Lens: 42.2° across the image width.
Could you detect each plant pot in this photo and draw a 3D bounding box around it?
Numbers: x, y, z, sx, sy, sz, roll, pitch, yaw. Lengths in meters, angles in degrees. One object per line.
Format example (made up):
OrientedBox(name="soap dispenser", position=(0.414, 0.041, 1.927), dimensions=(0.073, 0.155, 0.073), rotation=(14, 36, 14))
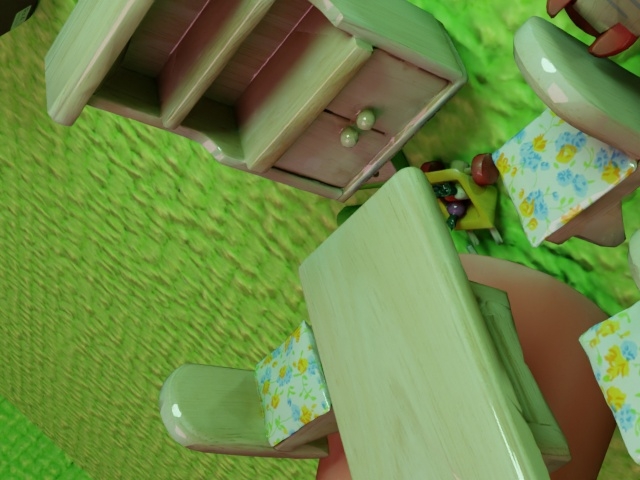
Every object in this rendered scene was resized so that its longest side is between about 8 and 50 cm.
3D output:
OrientedBox(name="plant pot", position=(0.119, 0.189, 0.729), dimensions=(0.275, 0.243, 0.275), rotation=(15, 143, 12))

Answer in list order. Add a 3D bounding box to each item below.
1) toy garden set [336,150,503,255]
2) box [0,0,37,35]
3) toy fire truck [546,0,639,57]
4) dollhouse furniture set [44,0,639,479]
OrientedBox(name="toy garden set", position=(0.104, 0.020, 0.789), dimensions=(0.204, 0.049, 0.244), rotation=(-3, 124, 47))
OrientedBox(name="box", position=(-0.413, -0.316, 0.863), dimensions=(0.203, 0.167, 0.168), rotation=(49, 145, -7))
OrientedBox(name="toy fire truck", position=(0.205, -0.108, 0.381), dimensions=(0.217, 0.246, 0.158), rotation=(33, 144, 16))
OrientedBox(name="dollhouse furniture set", position=(0.000, 0.000, 0.501), dimensions=(0.362, 0.256, 0.394), rotation=(-44, 47, 34))
